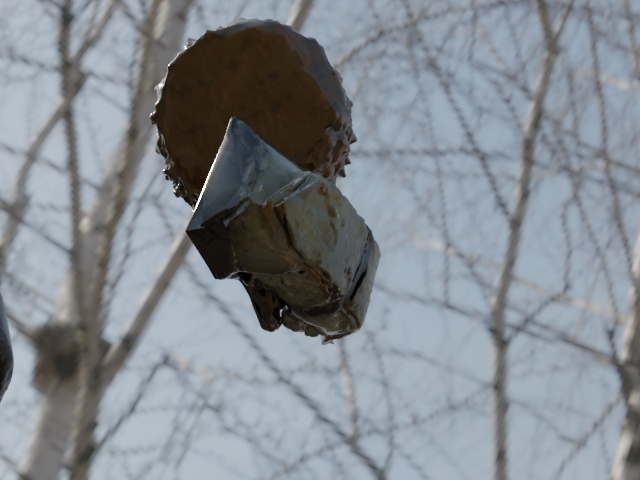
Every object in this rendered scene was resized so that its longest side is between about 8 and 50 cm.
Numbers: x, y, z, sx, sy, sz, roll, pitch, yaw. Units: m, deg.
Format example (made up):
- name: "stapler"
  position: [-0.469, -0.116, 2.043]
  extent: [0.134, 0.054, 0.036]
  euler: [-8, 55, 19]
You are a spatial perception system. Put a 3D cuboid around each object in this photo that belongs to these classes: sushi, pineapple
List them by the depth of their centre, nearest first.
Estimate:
- name: "sushi"
  position: [-0.001, 0.020, 1.594]
  extent: [0.109, 0.134, 0.273]
  euler: [-1, -37, 27]
- name: "pineapple"
  position: [-0.055, -0.090, 1.869]
  extent: [0.202, 0.202, 0.362]
  euler: [19, -9, 9]

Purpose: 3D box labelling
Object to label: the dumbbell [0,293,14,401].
- name: "dumbbell"
  position: [-0.378, 0.010, 1.572]
  extent: [0.203, 0.322, 0.204]
  euler: [-10, -45, -10]
